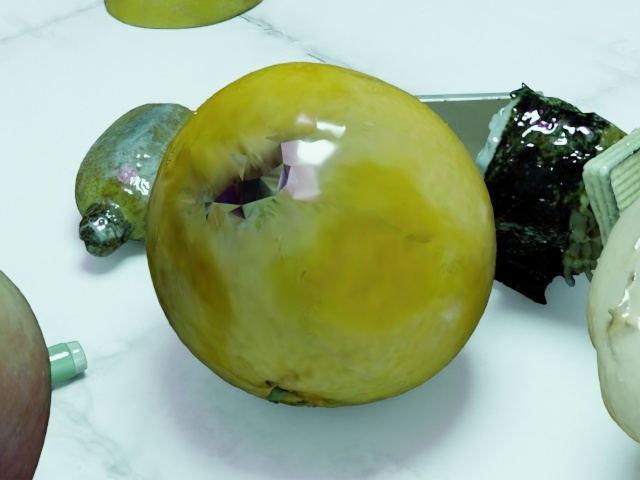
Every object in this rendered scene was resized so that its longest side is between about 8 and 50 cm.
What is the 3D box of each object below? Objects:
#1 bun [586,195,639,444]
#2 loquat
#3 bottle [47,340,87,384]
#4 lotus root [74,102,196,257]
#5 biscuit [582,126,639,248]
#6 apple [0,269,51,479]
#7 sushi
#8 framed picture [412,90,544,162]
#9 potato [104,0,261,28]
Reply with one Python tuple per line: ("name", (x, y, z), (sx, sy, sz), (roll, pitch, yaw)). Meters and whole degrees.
("bun", (0.305, 0.091, 1.011), (0.299, 0.165, 0.299), (14, 48, -16))
("loquat", (0.000, 0.000, 1.090), (0.263, 0.263, 0.263), (-1, 36, 1))
("bottle", (-0.224, 0.102, 1.150), (0.083, 0.030, 0.030), (-18, 39, -23))
("lotus root", (-0.158, -0.054, 1.313), (0.113, 0.088, 0.192), (18, 40, 14))
("biscuit", (0.267, 0.008, 1.118), (0.121, 0.199, 0.040), (-33, 25, -31))
("apple", (-0.328, 0.101, 0.942), (0.306, 0.305, 0.235), (-4, 43, -3))
("sushi", (0.188, -0.032, 1.194), (0.115, 0.212, 0.147), (24, 80, 15))
("framed picture", (0.133, -0.102, 1.429), (0.183, 0.011, 0.142), (-2, 36, 0))
("potato", (-0.147, -0.345, 1.658), (0.203, 0.158, 0.178), (-14, 39, -22))
